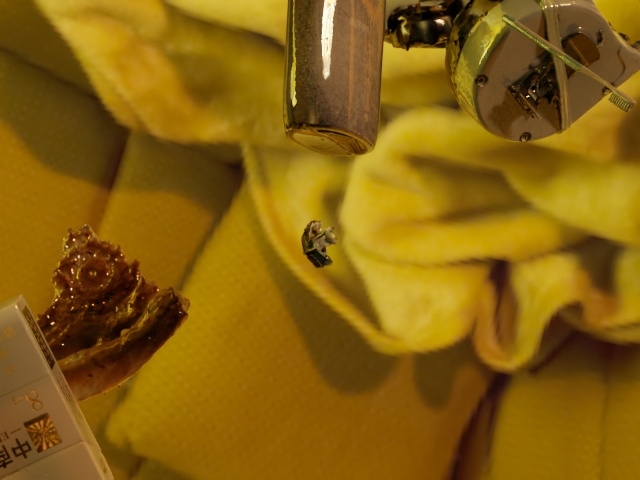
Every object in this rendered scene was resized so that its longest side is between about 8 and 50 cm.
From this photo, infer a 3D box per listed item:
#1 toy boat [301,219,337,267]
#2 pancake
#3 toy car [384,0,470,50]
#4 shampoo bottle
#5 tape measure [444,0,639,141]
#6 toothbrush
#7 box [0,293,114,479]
[{"bbox_3d":[0.000,0.000,1.608,0.038,0.038,0.083,20,-157,-15],"label":"toy boat"},{"bbox_3d":[-0.306,0.086,1.999,0.266,0.244,0.057,-16,156,-10],"label":"pancake"},{"bbox_3d":[0.150,-0.327,1.872,0.255,0.188,0.190,-14,-173,-13],"label":"toy car"},{"bbox_3d":[0.012,-0.173,0.975,0.049,0.234,0.087,-4,165,29],"label":"shampoo bottle"},{"bbox_3d":[0.224,-0.191,1.613,0.182,0.181,0.107,34,-166,-42],"label":"tape measure"},{"bbox_3d":[0.238,-0.173,1.493,0.167,0.014,0.011,40,-154,26],"label":"toothbrush"},{"bbox_3d":[-0.347,0.201,1.704,0.155,0.243,0.067,-25,-170,2],"label":"box"}]
